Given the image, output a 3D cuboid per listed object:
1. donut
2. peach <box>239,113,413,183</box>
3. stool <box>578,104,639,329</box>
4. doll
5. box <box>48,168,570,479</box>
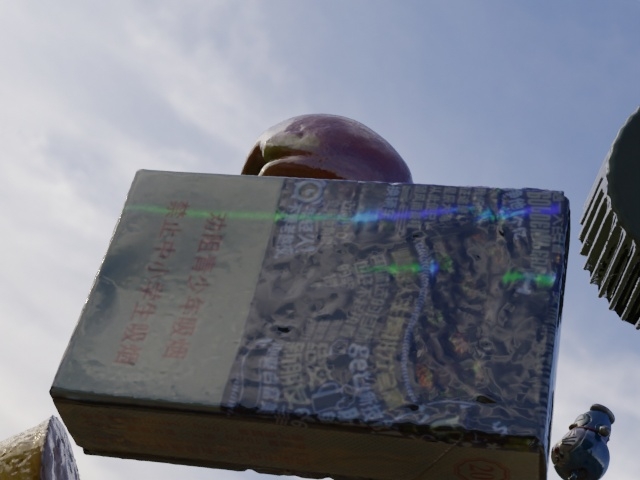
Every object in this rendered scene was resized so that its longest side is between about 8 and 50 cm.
[{"bbox_3d":[-0.393,0.394,1.664,0.277,0.108,0.277,164,-90,-83],"label":"donut"},{"bbox_3d":[0.018,-0.063,2.029,0.332,0.307,0.308,29,-27,-20],"label":"peach"},{"bbox_3d":[0.487,-0.040,1.518,0.297,0.297,0.330,26,-8,16],"label":"stool"},{"bbox_3d":[0.400,0.314,1.780,0.085,0.152,0.114,37,-47,3],"label":"doll"},{"bbox_3d":[0.001,0.054,0.777,0.310,0.198,0.084,4,-39,13],"label":"box"}]
